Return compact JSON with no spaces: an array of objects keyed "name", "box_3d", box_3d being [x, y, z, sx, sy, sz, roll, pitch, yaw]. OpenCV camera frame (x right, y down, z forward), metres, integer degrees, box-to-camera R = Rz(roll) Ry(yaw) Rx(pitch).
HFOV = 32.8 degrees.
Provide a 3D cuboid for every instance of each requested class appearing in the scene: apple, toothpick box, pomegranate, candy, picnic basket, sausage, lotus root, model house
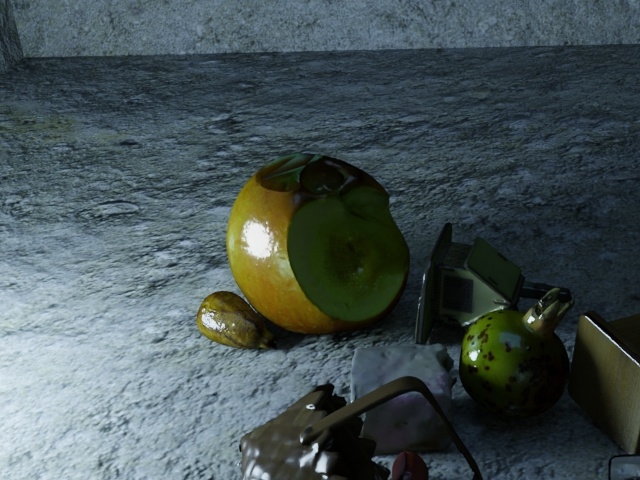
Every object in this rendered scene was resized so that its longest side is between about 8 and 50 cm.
[{"name":"apple","box_3d":[0.000,0.000,2.217,0.383,0.374,0.374,8,31,22]},{"name":"toothpick box","box_3d":[0.611,0.208,1.868,0.308,0.190,0.187,-14,35,-23]},{"name":"pomegranate","box_3d":[0.356,0.194,1.913,0.246,0.198,0.198,-55,41,-4]},{"name":"candy","box_3d":[0.142,0.271,1.905,0.195,0.137,0.185,-5,28,8]},{"name":"picnic basket","box_3d":[0.058,0.356,1.600,0.321,0.254,0.291,-28,28,7]},{"name":"sausage","box_3d":[0.146,0.387,1.771,0.054,0.059,0.094,36,27,-13]},{"name":"lotus root","box_3d":[-0.169,0.170,2.212,0.190,0.094,0.108,23,72,33]},{"name":"model house","box_3d":[0.344,0.108,2.126,0.278,0.205,0.218,11,33,16]}]

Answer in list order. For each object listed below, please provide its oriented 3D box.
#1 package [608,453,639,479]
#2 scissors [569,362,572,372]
[{"name":"package","box_3d":[0.514,0.413,1.669,0.154,0.030,0.239,4,30,18]},{"name":"scissors","box_3d":[0.449,0.243,2.009,0.299,0.022,0.109,-3,28,5]}]
